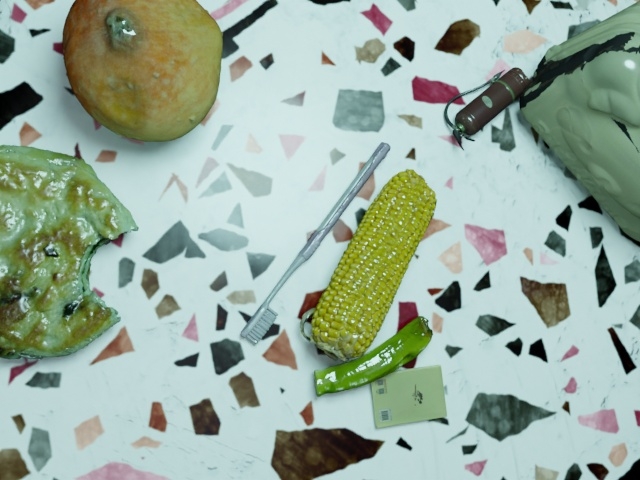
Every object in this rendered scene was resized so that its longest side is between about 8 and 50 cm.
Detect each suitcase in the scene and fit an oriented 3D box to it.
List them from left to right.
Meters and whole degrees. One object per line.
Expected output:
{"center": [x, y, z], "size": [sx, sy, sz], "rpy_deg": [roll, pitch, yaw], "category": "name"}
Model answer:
{"center": [0.471, -0.153, 0.949], "size": [0.351, 0.339, 0.194], "rpy_deg": [45, 78, -9], "category": "suitcase"}

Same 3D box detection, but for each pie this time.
{"center": [-0.394, 0.014, 0.904], "size": [0.302, 0.067, 0.303], "rpy_deg": [1, 87, -12], "category": "pie"}

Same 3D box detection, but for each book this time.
{"center": [0.129, 0.228, 1.019], "size": [0.111, 0.014, 0.077], "rpy_deg": [-6, 88, -11], "category": "book"}

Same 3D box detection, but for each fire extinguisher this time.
{"center": [0.249, -0.209, 1.069], "size": [0.157, 0.045, 0.078], "rpy_deg": [-40, 66, -11], "category": "fire extinguisher"}

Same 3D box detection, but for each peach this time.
{"center": [-0.223, -0.236, 0.879], "size": [0.232, 0.232, 0.233], "rpy_deg": [1, 85, -12], "category": "peach"}

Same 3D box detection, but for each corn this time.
{"center": [0.077, 0.034, 0.987], "size": [0.106, 0.106, 0.293], "rpy_deg": [31, 77, -8], "category": "corn"}

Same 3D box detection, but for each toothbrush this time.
{"center": [0.000, 0.000, 1.007], "size": [0.029, 0.024, 0.354], "rpy_deg": [38, 79, -12], "category": "toothbrush"}

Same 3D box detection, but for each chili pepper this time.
{"center": [0.082, 0.171, 0.995], "size": [0.201, 0.050, 0.052], "rpy_deg": [-25, 91, -13], "category": "chili pepper"}
